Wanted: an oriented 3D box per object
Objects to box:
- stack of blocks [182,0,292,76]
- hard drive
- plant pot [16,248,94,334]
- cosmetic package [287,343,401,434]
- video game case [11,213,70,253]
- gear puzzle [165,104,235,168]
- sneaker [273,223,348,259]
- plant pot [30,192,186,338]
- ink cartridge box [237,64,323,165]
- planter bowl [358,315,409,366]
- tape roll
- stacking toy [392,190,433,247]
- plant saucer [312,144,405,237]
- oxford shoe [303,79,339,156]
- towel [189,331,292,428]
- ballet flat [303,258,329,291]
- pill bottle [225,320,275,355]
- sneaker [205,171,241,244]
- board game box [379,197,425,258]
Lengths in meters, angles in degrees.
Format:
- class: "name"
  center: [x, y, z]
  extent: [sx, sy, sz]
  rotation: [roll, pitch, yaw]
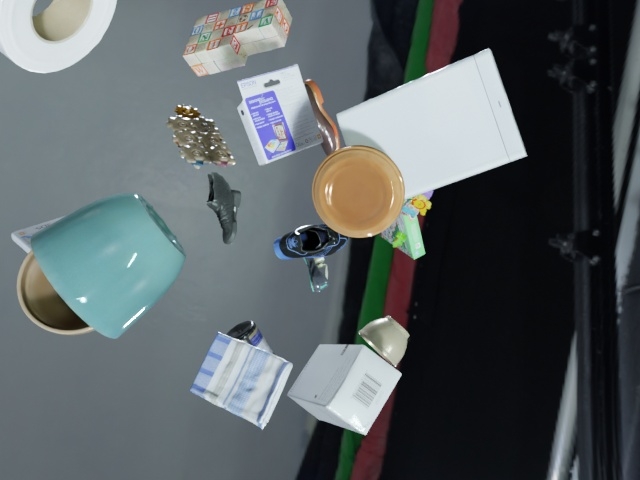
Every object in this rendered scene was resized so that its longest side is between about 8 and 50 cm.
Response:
- class: "stack of blocks"
  center: [-0.247, -0.608, 1.864]
  extent: [0.087, 0.297, 0.171]
  rotation: [53, 39, -49]
- class: "hard drive"
  center: [0.229, -0.228, 1.339]
  extent: [0.047, 0.353, 0.232]
  rotation: [-11, 82, -67]
- class: "plant pot"
  center: [-0.546, 0.101, 1.415]
  extent: [0.109, 0.238, 0.237]
  rotation: [107, -13, -73]
- class: "cosmetic package"
  center: [0.062, 0.447, 1.926]
  extent: [0.217, 0.156, 0.385]
  rotation: [-56, -167, -20]
- class: "video game case"
  center: [-0.879, 0.012, 2.240]
  extent: [0.329, 0.300, 0.036]
  rotation: [32, -53, 28]
- class: "gear puzzle"
  center: [-0.406, -0.337, 2.010]
  extent: [0.339, 0.176, 0.044]
  rotation: [59, -41, 38]
- class: "sneaker"
  center: [0.000, 0.000, 1.499]
  extent: [0.090, 0.232, 0.081]
  rotation: [-19, -93, 45]
- class: "plant pot"
  center: [-0.449, 0.032, 1.398]
  extent: [0.235, 0.293, 0.293]
  rotation: [-37, -163, -4]
- class: "ink cartridge box"
  center: [-0.104, -0.315, 1.559]
  extent: [0.045, 0.206, 0.208]
  rotation: [-6, -73, 49]
- class: "planter bowl"
  center: [0.217, 0.312, 2.010]
  extent: [0.109, 0.162, 0.162]
  rotation: [-46, -166, -6]
- class: "tape roll"
  center: [-0.541, -0.479, 1.229]
  extent: [0.286, 0.100, 0.286]
  rotation: [-49, 167, -15]
- class: "stacking toy"
  center: [0.247, -0.101, 1.632]
  extent: [0.167, 0.052, 0.221]
  rotation: [-63, -179, -34]
- class: "plant saucer"
  center: [0.077, -0.100, 1.317]
  extent: [0.037, 0.200, 0.199]
  rotation: [-52, 156, -72]
- class: "oxford shoe"
  center: [-0.023, -0.390, 2.076]
  extent: [0.097, 0.098, 0.271]
  rotation: [-8, -69, 58]
- class: "towel"
  center: [-0.241, 0.414, 1.881]
  extent: [0.209, 0.285, 0.034]
  rotation: [-64, 155, -15]
- class: "ballet flat"
  center: [-0.015, 0.084, 2.021]
  extent: [0.203, 0.074, 0.074]
  rotation: [-110, -149, -47]
- class: "pill bottle"
  center: [-0.234, 0.402, 2.202]
  extent: [0.219, 0.123, 0.123]
  rotation: [61, -4, -18]
- class: "sneaker"
  center: [-0.251, -0.080, 1.561]
  extent: [0.051, 0.089, 0.170]
  rotation: [-6, -106, 57]
- class: "board game box"
  center: [0.214, -0.119, 1.898]
  extent: [0.213, 0.046, 0.317]
  rotation: [39, -29, 57]
